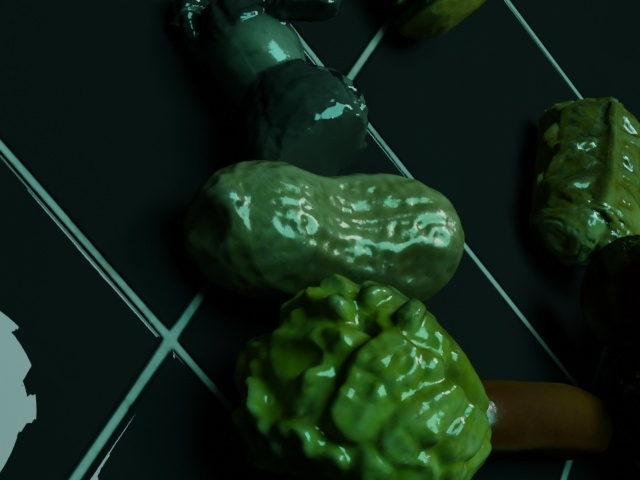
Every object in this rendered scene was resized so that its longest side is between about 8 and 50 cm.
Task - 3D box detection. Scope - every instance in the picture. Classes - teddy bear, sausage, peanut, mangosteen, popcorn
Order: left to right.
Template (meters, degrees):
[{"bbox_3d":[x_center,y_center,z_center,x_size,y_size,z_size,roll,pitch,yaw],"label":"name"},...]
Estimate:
[{"bbox_3d":[-0.033,-0.171,1.671,0.144,0.171,0.251,34,32,-63],"label":"teddy bear"},{"bbox_3d":[-0.001,0.007,1.592,0.291,0.159,0.143,5,40,-33],"label":"peanut"},{"bbox_3d":[0.031,0.154,1.469,0.225,0.249,0.249,-40,101,-18],"label":"popcorn"},{"bbox_3d":[0.226,0.200,1.798,0.300,0.083,0.089,8,74,-48],"label":"sausage"},{"bbox_3d":[0.517,0.145,1.980,0.421,0.381,0.381,-5,65,-15],"label":"mangosteen"}]

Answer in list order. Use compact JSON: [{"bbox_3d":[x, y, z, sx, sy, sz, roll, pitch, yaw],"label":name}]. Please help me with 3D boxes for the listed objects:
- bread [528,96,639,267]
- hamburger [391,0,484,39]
[{"bbox_3d":[0.349,-0.072,2.105,0.152,0.130,0.267,12,46,2],"label":"bread"},{"bbox_3d":[0.146,-0.322,2.006,0.115,0.162,0.162,53,35,-4],"label":"hamburger"}]
